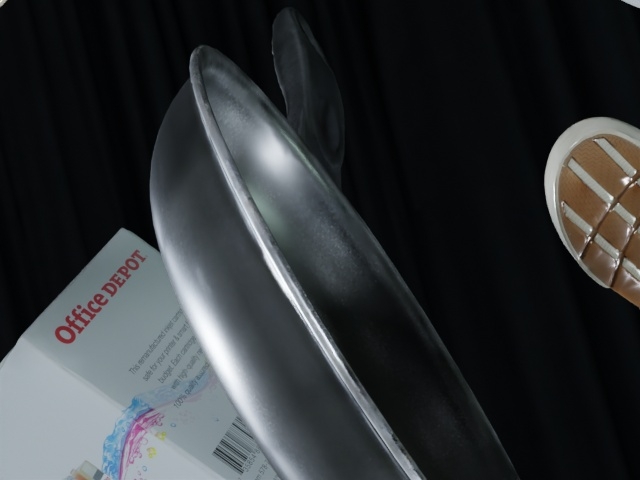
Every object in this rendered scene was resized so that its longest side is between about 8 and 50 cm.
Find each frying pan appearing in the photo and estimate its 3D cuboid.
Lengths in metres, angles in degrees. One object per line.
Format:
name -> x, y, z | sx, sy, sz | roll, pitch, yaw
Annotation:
frying pan -> -0.012, -0.013, 0.529 | 0.053, 0.326, 0.197 | -33, 140, 8

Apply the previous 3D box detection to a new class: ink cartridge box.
ink cartridge box -> -0.088, 0.109, 0.884 | 0.127, 0.176, 0.128 | -53, 180, 32

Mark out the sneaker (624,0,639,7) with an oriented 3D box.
sneaker -> 0.135, -0.309, 0.912 | 0.135, 0.366, 0.150 | -31, 169, -21

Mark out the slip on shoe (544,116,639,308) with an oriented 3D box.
slip on shoe -> 0.126, -0.003, 0.634 | 0.051, 0.041, 0.135 | -39, 125, 16

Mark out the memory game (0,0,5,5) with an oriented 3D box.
memory game -> -0.140, -0.052, 0.300 | 0.186, 0.186, 0.012 | -11, -157, -30
